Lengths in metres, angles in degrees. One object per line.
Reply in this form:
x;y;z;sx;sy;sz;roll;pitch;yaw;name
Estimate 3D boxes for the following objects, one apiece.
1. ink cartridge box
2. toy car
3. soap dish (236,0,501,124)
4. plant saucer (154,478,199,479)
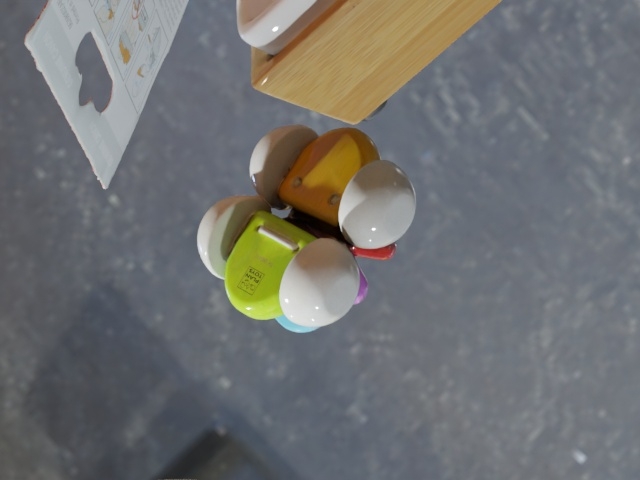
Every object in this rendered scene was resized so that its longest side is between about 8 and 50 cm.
-0.075;-0.127;0.699;0.045;0.179;0.145;20;164;11;ink cartridge box
0.000;0.000;1.593;0.159;0.182;0.136;27;166;40;toy car
0.052;-0.222;1.346;0.229;0.291;0.118;-40;112;18;soap dish
-0.161;0.220;1.037;0.045;0.188;0.188;37;140;-16;plant saucer
